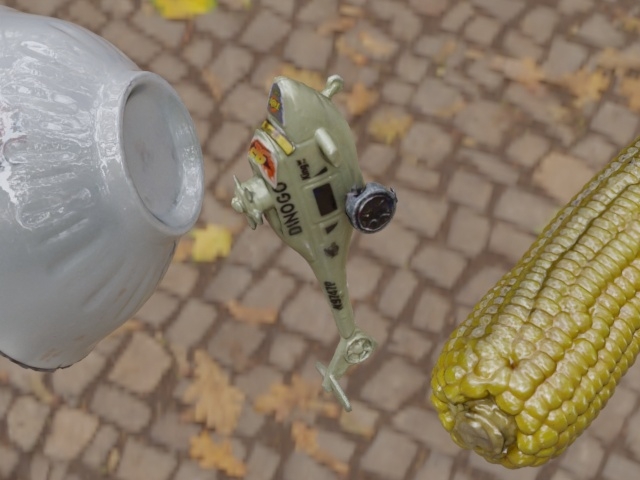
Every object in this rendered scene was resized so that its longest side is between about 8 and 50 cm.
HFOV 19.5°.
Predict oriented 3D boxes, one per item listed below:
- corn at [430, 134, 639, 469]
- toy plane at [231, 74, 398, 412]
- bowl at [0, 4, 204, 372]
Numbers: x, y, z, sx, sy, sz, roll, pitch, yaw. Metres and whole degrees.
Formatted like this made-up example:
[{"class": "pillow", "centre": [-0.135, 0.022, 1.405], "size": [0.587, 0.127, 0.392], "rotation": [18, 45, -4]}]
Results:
[{"class": "corn", "centre": [0.139, 0.019, 0.906], "size": [0.080, 0.080, 0.231], "rotation": [34, 57, 19]}, {"class": "toy plane", "centre": [0.000, 0.000, 1.382], "size": [0.108, 0.286, 0.092], "rotation": [-29, 40, -13]}, {"class": "bowl", "centre": [-0.113, -0.035, 0.915], "size": [0.086, 0.189, 0.189], "rotation": [-12, 49, 25]}]
